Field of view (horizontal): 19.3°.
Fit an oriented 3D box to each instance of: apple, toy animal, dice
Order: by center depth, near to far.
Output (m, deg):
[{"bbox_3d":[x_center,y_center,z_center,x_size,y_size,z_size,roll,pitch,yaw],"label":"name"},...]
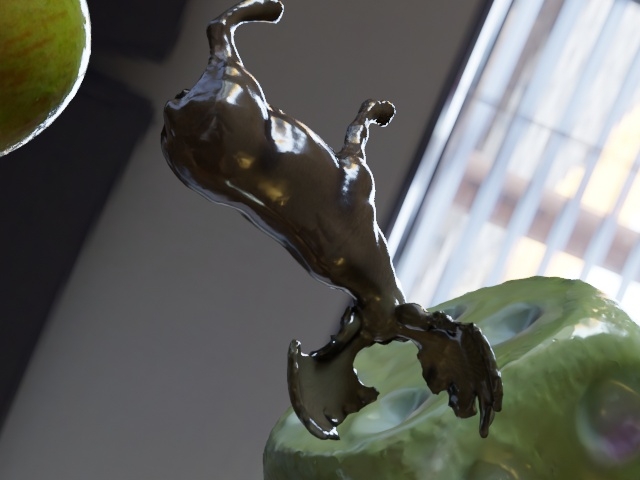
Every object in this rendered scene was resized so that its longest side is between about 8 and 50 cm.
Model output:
[{"bbox_3d":[0.000,0.000,0.942,0.094,0.214,0.186,-38,-150,27],"label":"toy animal"},{"bbox_3d":[-0.242,-0.138,1.204,0.196,0.196,0.196,-158,-90,-84],"label":"apple"},{"bbox_3d":[0.125,0.188,1.346,0.250,0.254,0.252,-31,-167,-20],"label":"dice"}]
